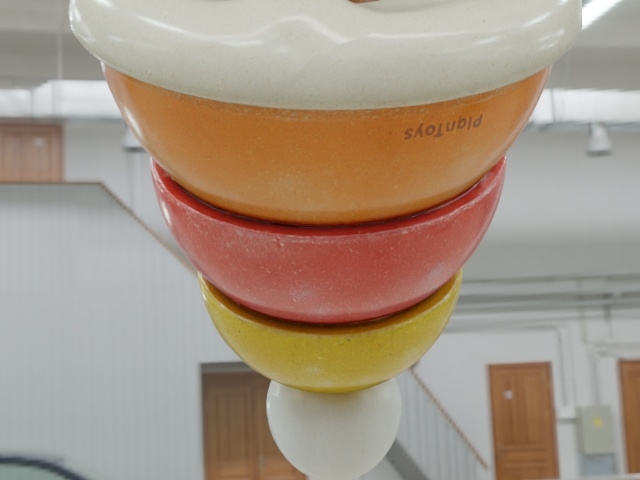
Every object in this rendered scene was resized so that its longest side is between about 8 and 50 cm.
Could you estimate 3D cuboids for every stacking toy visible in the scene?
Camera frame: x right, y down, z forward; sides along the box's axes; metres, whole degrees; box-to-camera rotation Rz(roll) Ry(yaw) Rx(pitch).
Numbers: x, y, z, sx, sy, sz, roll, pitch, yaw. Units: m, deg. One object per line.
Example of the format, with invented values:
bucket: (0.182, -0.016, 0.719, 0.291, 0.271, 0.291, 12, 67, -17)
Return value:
stacking toy: (0.000, 0.000, 0.881, 0.350, 0.480, 0.350, 1, 30, -1)
